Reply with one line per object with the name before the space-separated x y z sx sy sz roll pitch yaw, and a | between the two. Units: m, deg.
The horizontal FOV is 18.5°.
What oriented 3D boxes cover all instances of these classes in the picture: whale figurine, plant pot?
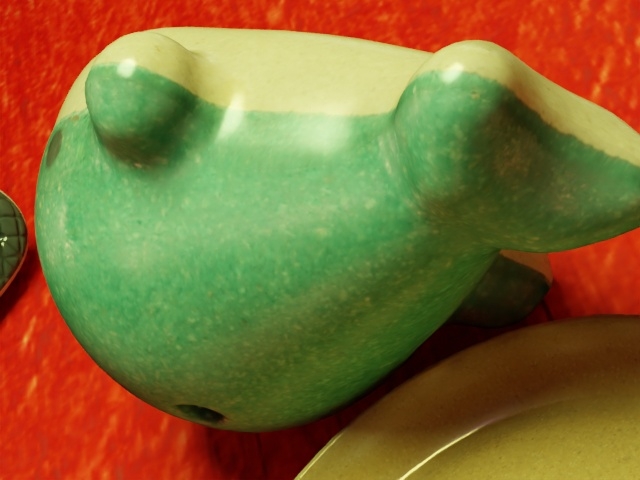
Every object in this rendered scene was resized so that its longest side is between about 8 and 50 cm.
whale figurine | 0.000 0.000 0.740 0.272 0.216 0.141 -6 62 54
plant pot | 0.069 0.125 0.674 0.236 0.032 0.236 -24 36 19

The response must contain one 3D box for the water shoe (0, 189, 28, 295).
water shoe | -0.226 0.057 0.998 0.203 0.073 0.080 -47 14 -22
